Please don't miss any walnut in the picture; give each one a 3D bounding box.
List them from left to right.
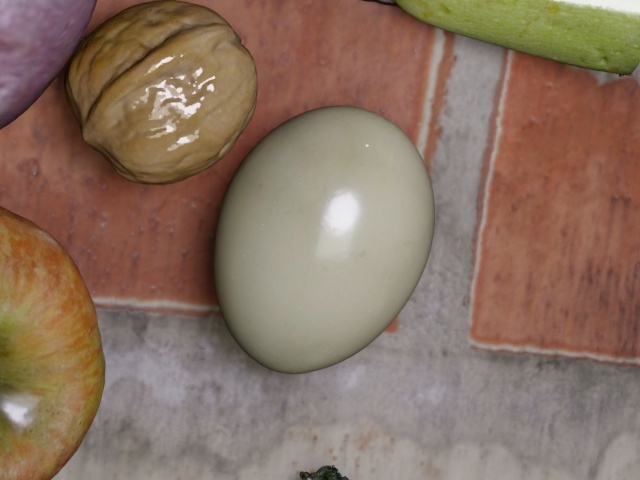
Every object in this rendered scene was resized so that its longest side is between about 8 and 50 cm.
[{"bbox_3d":[-0.133,-0.130,1.513,0.166,0.149,0.166,3,72,-8],"label":"walnut"}]

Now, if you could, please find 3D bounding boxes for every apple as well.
[{"bbox_3d":[-0.343,0.088,1.464,0.309,0.250,0.277,39,74,-36],"label":"apple"}]

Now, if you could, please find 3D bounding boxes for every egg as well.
[{"bbox_3d":[0.000,0.000,1.540,0.186,0.186,0.242,22,104,-15],"label":"egg"}]

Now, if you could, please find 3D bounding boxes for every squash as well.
[{"bbox_3d":[0.149,-0.230,1.588,0.287,0.137,0.137,8,98,1],"label":"squash"}]

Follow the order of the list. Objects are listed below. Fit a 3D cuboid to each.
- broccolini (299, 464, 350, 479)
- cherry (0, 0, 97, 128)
[{"bbox_3d":[-0.056,0.273,1.647,0.202,0.068,0.091,-22,132,1],"label":"broccolini"},{"bbox_3d":[-0.309,-0.210,1.426,0.261,0.221,0.307,7,114,-15],"label":"cherry"}]
